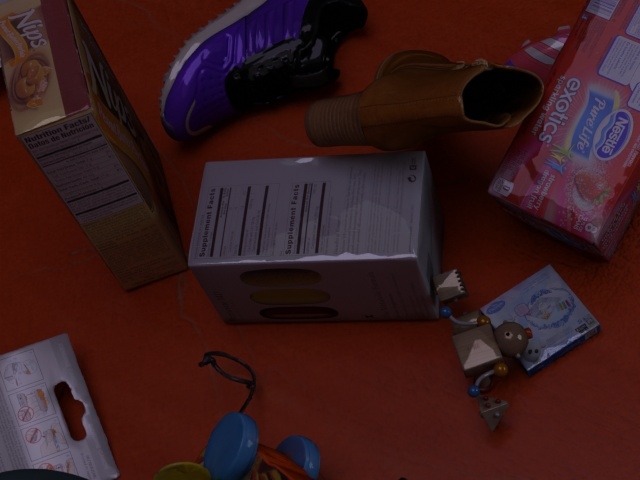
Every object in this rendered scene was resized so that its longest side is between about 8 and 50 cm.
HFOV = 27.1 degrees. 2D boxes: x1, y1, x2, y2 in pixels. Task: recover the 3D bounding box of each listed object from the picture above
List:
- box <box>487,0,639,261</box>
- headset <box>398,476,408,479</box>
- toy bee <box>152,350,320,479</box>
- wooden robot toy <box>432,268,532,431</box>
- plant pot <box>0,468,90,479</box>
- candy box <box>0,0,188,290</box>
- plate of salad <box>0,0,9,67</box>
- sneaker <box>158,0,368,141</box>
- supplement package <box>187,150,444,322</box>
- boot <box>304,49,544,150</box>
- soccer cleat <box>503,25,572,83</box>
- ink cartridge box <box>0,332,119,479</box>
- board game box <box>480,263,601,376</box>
[{"bbox_3d":[0.295,-0.122,1.375,0.128,0.122,0.257,27,89,23],"label":"box"},{"bbox_3d":[-0.021,0.362,1.080,0.185,0.243,0.394,12,58,51],"label":"headset"},{"bbox_3d":[-0.071,0.250,1.299,0.195,0.298,0.162,28,99,-8],"label":"toy bee"},{"bbox_3d":[0.176,0.103,1.342,0.079,0.076,0.173,-23,58,10],"label":"wooden robot toy"},{"bbox_3d":[-0.255,0.345,1.207,0.293,0.293,0.235,-39,37,-9],"label":"plant pot"},{"bbox_3d":[-0.245,-0.104,1.443,0.088,0.316,0.183,-21,56,2],"label":"candy box"},{"bbox_3d":[-0.458,-0.266,1.761,0.200,0.048,0.200,-13,49,15],"label":"plate of salad"},{"bbox_3d":[-0.059,-0.215,1.586,0.146,0.102,0.293,36,75,29],"label":"sneaker"},{"bbox_3d":[0.000,0.000,1.420,0.244,0.139,0.134,-2,59,15],"label":"supplement package"},{"bbox_3d":[0.142,-0.150,1.395,0.211,0.104,0.295,-3,14,35],"label":"boot"},{"bbox_3d":[0.328,-0.187,1.479,0.248,0.083,0.095,-6,63,9],"label":"soccer cleat"},{"bbox_3d":[-0.352,0.219,1.425,0.225,0.056,0.181,-18,71,-19],"label":"ink cartridge box"},{"bbox_3d":[0.228,0.083,1.377,0.090,0.020,0.090,-32,57,-4],"label":"board game box"}]
